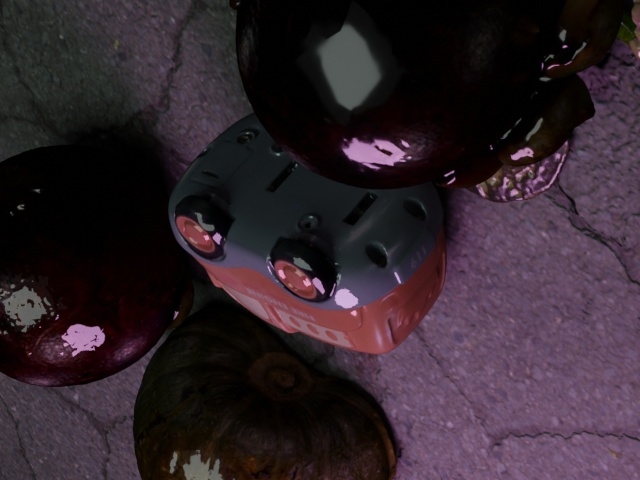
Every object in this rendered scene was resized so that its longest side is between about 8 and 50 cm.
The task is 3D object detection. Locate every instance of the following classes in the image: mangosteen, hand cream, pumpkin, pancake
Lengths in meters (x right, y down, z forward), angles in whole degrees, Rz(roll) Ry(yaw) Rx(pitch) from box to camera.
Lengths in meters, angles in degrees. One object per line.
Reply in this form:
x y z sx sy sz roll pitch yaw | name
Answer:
-0.293 0.041 2.192 0.297 0.297 0.293 24 137 29 | mangosteen
0.280 -0.174 1.657 0.122 0.023 0.036 40 153 14 | hand cream
-0.102 0.252 2.236 0.325 0.232 0.242 33 142 25 | pumpkin
0.095 -0.177 1.643 0.347 0.307 0.307 22 143 -11 | mangosteen
0.158 -0.116 1.831 0.190 0.020 0.184 15 132 34 | pancake

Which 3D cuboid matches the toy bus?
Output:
0.000 0.000 1.960 0.288 0.194 0.232 21 150 35 | toy bus

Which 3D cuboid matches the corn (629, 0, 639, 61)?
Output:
0.393 -0.126 1.509 0.335 0.126 0.126 28 138 27 | corn
